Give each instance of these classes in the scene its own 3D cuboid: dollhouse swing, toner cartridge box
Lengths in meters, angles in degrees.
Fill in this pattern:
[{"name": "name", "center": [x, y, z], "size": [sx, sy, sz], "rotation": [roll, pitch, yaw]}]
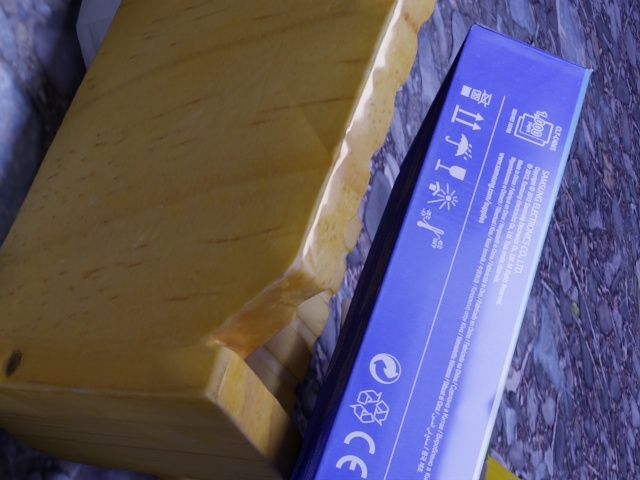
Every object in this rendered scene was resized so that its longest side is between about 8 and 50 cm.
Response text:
[{"name": "dollhouse swing", "center": [0.000, 0.000, 0.833], "size": [0.305, 0.315, 0.346], "rotation": [40, 60, -38]}, {"name": "toner cartridge box", "center": [0.046, 0.069, 0.719], "size": [0.165, 0.075, 0.347], "rotation": [111, -1, -60]}]

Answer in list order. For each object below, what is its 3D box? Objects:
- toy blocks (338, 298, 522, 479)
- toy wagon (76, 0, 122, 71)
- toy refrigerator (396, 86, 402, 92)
[{"name": "toy blocks", "center": [0.063, 0.154, 1.058], "size": [0.261, 0.191, 0.381], "rotation": [-88, 179, -47]}, {"name": "toy wagon", "center": [-0.067, -0.101, 1.057], "size": [0.344, 0.068, 0.267], "rotation": [49, 38, -46]}, {"name": "toy refrigerator", "center": [-0.007, -0.253, 1.216], "size": [0.102, 0.094, 0.269], "rotation": [-21, 99, -64]}]
